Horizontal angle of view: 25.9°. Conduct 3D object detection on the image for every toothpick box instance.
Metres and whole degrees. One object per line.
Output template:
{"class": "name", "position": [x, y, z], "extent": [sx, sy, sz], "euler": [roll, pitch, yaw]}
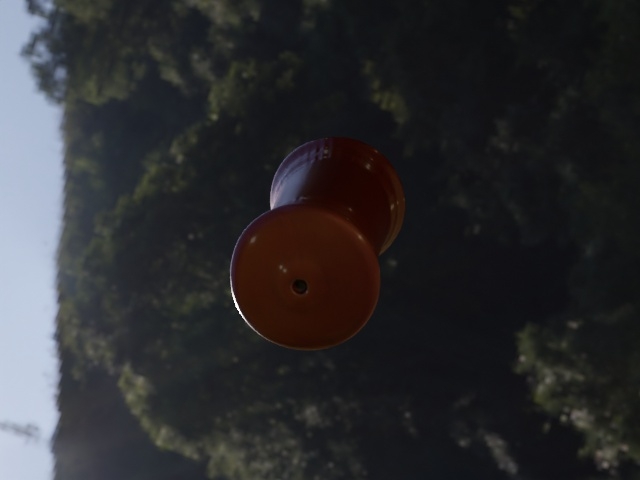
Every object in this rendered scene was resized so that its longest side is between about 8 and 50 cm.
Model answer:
{"class": "toothpick box", "position": [0.000, 0.000, 0.437], "extent": [0.083, 0.047, 0.047], "euler": [-65, -12, -69]}
